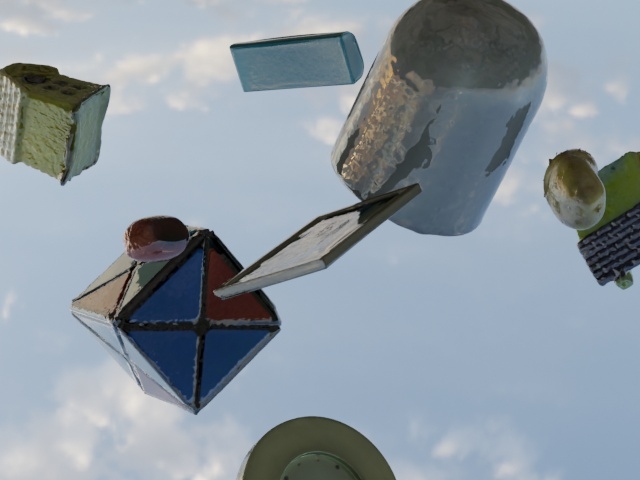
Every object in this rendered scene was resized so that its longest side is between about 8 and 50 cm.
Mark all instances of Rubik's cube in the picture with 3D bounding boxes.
[{"bbox_3d":[-0.262,0.135,2.022,0.248,0.246,0.250,-46,-155,-21],"label":"Rubik's cube"}]

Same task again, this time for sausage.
[{"bbox_3d":[-0.207,-0.001,1.393,0.094,0.054,0.059,-8,-114,-59],"label":"sausage"}]

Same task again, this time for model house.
[{"bbox_3d":[0.583,-0.024,2.031,0.170,0.194,0.211,31,-141,-36],"label":"model house"},{"bbox_3d":[-0.577,-0.248,2.280,0.234,0.193,0.175,18,-150,5],"label":"model house"}]

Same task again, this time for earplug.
[{"bbox_3d":[0.230,-0.251,1.994,0.312,0.394,0.313,19,-150,-11],"label":"earplug"}]

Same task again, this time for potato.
[{"bbox_3d":[0.341,-0.071,1.495,0.070,0.092,0.138,11,-150,-5],"label":"potato"}]

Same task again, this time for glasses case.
[{"bbox_3d":[-0.053,-0.402,2.467,0.301,0.117,0.070,3,-147,34],"label":"glasses case"}]

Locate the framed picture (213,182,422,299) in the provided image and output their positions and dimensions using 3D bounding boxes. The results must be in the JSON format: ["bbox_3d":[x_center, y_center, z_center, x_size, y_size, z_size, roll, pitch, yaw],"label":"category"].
[{"bbox_3d":[0.000,0.000,1.773,0.232,0.024,0.315,-18,-167,38],"label":"framed picture"}]

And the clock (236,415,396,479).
[{"bbox_3d":[0.000,0.343,1.450,0.235,0.029,0.235,14,-125,-21],"label":"clock"}]
